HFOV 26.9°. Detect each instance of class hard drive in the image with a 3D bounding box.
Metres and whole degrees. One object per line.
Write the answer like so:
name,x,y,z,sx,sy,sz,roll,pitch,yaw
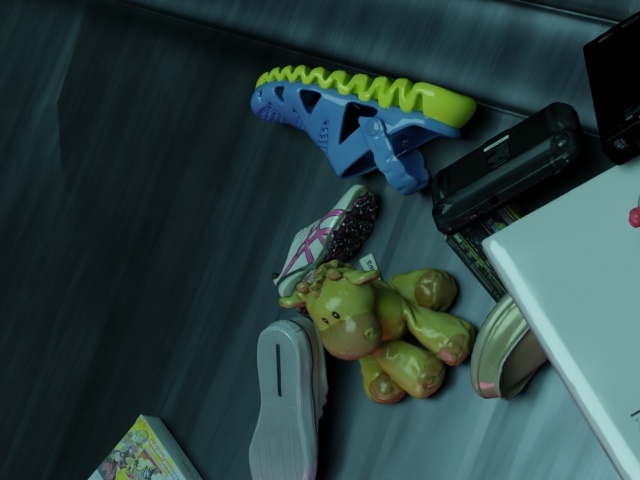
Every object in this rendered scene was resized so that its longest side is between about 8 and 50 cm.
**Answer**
hard drive,0.357,0.095,1.397,0.233,0.047,0.353,-29,71,0

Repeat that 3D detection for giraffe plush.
giraffe plush,0.056,0.087,1.593,0.181,0.170,0.210,-48,58,17

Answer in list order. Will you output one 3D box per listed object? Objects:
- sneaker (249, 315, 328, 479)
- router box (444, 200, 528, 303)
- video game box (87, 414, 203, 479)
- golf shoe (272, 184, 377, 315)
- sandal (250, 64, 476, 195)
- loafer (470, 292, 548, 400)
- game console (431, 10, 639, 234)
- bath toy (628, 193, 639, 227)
sneaker,-0.027,0.218,1.676,0.094,0.091,0.258,14,108,30
router box,0.218,0.010,1.583,0.092,0.038,0.122,-47,59,17
video game box,-0.234,0.372,1.801,0.187,0.048,0.205,-50,58,17
golf shoe,0.000,0.000,1.713,0.086,0.067,0.186,41,103,34
sandal,0.037,-0.142,1.691,0.317,0.126,0.138,13,91,36
loafer,0.268,0.077,1.496,0.092,0.102,0.268,40,100,35
game console,0.274,-0.130,1.512,0.361,0.044,0.213,-31,29,25
bath toy,0.425,0.051,1.289,0.129,0.151,0.348,-23,67,-21
